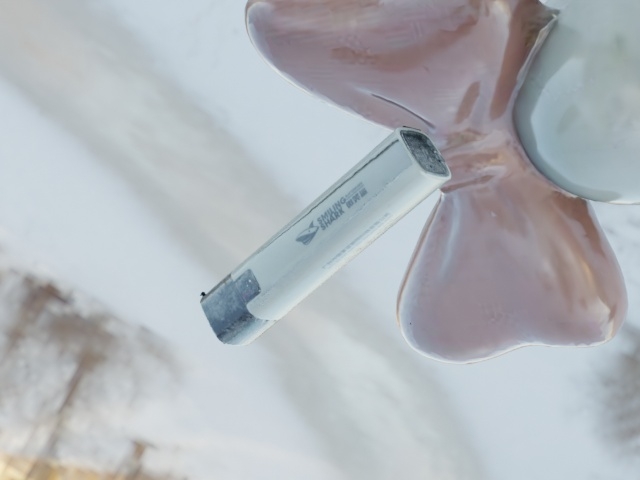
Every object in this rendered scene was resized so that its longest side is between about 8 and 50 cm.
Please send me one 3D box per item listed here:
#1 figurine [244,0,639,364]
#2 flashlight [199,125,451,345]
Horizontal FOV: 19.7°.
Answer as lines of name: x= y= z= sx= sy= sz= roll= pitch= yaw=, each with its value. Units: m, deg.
figurine: x=0.192 y=-0.071 z=0.508 sx=0.420 sy=0.193 sz=0.154 roll=-10 pitch=117 yaw=36
flashlight: x=0.000 y=0.000 z=0.518 sx=0.018 sy=0.083 sz=0.018 roll=8 pitch=-131 yaw=-53
